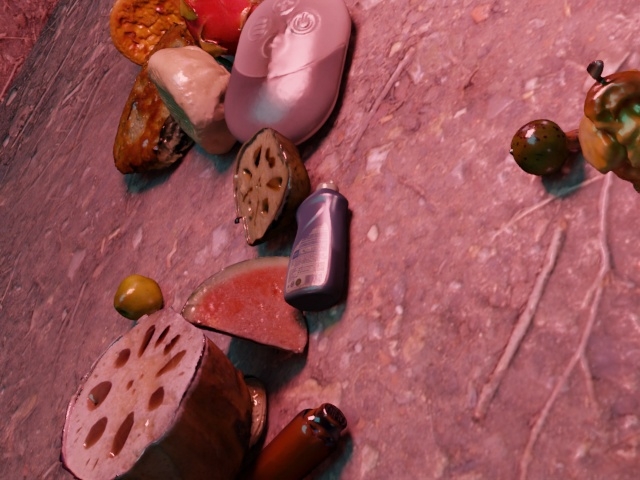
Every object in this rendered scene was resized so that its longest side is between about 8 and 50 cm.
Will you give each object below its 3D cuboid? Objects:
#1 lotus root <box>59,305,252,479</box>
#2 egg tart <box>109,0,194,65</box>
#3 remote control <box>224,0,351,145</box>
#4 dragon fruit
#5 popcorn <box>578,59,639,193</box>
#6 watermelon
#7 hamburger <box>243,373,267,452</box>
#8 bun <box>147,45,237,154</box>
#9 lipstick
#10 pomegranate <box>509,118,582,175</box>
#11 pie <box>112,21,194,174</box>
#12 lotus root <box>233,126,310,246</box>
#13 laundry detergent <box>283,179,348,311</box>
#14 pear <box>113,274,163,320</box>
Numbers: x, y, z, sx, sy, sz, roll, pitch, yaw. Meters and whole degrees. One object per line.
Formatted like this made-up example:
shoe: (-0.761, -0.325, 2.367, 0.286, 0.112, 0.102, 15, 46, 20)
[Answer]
lotus root: (-0.197, 0.237, 1.124, 0.272, 0.192, 0.272, -37, 30, 26)
egg tart: (-0.390, -0.521, 1.978, 0.202, 0.203, 0.147, -45, 27, 21)
remote control: (-0.058, -0.306, 1.471, 0.221, 0.103, 0.331, 0, 70, 30)
dragon fruit: (-0.166, -0.454, 1.645, 0.224, 0.224, 0.227, -57, 38, 5)
popcorn: (0.358, -0.123, 0.844, 0.194, 0.163, 0.140, -25, 61, -4)
watermelon: (-0.112, 0.095, 1.254, 0.202, 0.207, 0.136, 2, 94, 34)
hamburger: (-0.139, 0.267, 1.243, 0.140, 0.062, 0.133, -50, 35, 17)
bun: (-0.226, -0.278, 1.611, 0.133, 0.231, 0.231, -37, 35, -11)
lipstick: (-0.118, 0.365, 1.138, 0.418, 0.077, 0.077, -46, 38, 18)
pomegranate: (0.269, -0.115, 0.996, 0.085, 0.073, 0.073, -33, 45, 34)
pie: (-0.346, -0.300, 1.837, 0.288, 0.103, 0.354, 31, 96, 54)
lotus root: (-0.072, -0.086, 1.373, 0.204, 0.078, 0.183, -31, 60, 54)
laundry detergent: (-0.001, -0.001, 1.254, 0.097, 0.061, 0.206, -22, 51, 44)
pear: (-0.345, 0.110, 1.573, 0.092, 0.097, 0.092, 11, 107, 42)
